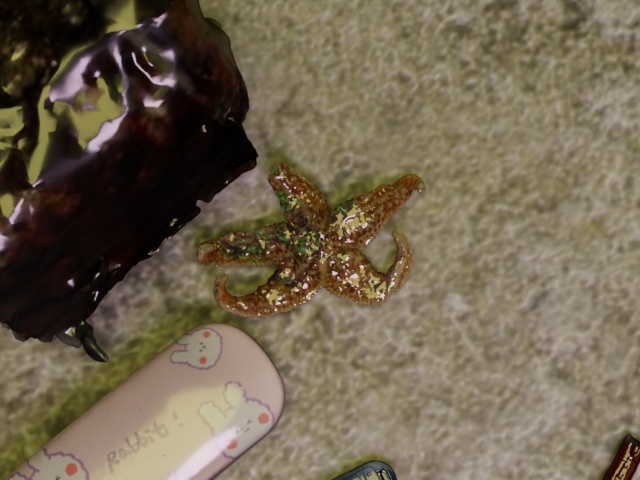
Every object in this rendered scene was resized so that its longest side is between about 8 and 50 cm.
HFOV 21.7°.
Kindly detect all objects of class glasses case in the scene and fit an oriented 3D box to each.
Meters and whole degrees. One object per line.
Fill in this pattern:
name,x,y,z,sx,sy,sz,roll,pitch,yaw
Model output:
glasses case,-0.161,0.188,1.416,0.297,0.075,0.113,-39,81,-2

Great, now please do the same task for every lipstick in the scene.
lipstick,0.229,0.246,1.412,0.027,0.027,0.176,29,84,6

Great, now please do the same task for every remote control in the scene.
remote control,-0.005,0.233,1.427,0.152,0.027,0.043,-28,86,2

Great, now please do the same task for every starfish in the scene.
starfish,-0.001,0.000,1.453,0.210,0.053,0.150,-32,95,-5

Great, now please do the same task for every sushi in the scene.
sushi,-0.222,-0.097,1.352,0.294,0.299,0.281,-47,55,-5
